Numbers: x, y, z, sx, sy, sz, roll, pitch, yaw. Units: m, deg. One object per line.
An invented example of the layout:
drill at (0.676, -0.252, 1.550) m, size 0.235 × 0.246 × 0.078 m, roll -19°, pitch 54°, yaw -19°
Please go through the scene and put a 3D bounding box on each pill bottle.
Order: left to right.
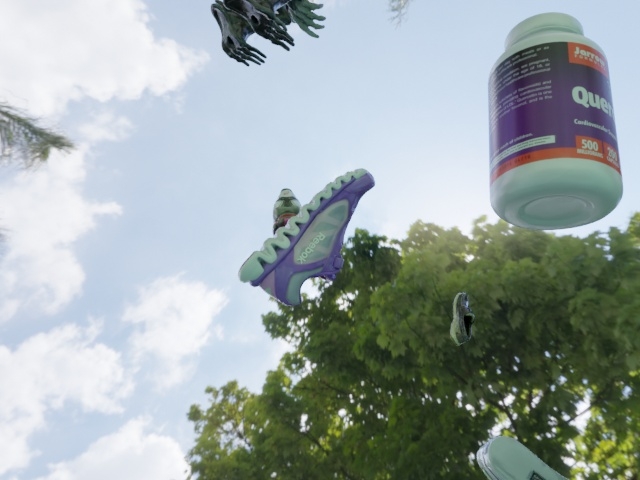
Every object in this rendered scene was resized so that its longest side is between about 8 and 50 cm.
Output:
pill bottle at (0.357, -0.190, 0.839) m, size 0.182 × 0.181 × 0.322 m, roll 6°, pitch -112°, yaw 1°

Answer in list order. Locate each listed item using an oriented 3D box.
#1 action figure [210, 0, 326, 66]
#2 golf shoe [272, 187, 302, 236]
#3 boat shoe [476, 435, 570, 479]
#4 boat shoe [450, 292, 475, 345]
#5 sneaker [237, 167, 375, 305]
action figure at (-0.013, -0.324, 0.654) m, size 0.141 × 0.164 × 0.275 m, roll 40°, pitch -115°, yaw -20°
golf shoe at (-0.048, -0.010, 0.924) m, size 0.068 × 0.186 × 0.085 m, roll -2°, pitch -124°, yaw -5°
boat shoe at (0.375, 0.430, 0.888) m, size 0.095 × 0.084 × 0.258 m, roll -37°, pitch -110°, yaw -24°
boat shoe at (0.360, 0.193, 1.337) m, size 0.049 × 0.152 × 0.056 m, roll -20°, pitch -52°, yaw 38°
sneaker at (0.000, 0.000, 0.747) m, size 0.104 × 0.095 × 0.236 m, roll 45°, pitch -102°, yaw 1°
